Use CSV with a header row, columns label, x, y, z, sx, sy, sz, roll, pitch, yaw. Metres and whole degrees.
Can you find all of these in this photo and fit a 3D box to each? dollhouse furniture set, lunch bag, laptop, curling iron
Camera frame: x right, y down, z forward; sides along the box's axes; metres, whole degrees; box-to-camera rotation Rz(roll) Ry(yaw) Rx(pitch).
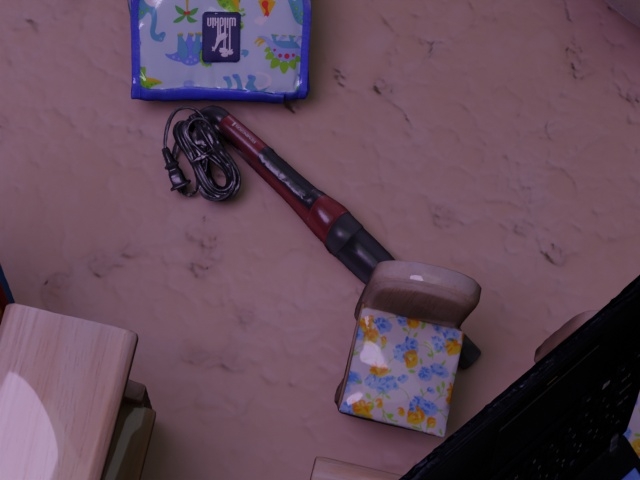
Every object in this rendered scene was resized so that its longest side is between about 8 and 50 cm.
label,x,y,z,sx,sy,sz,roll,pitch,yaw
dollhouse furniture set,0.008,0.183,0.797,0.394,0.256,0.362,13,75,-1
lunch bag,-0.074,-0.172,1.007,0.129,0.096,0.151,-1,78,-7
laptop,0.128,0.180,0.696,0.234,0.264,0.136,-36,60,-26
curling iron,0.000,0.000,0.989,0.274,0.035,0.068,37,93,2

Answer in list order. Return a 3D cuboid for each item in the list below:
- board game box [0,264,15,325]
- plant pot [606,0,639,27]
label,x,y,z,sx,sy,sz,roll,pitch,yaw
board game box,-0.276,0.128,0.773,0.086,0.308,0.301,20,72,0
plant pot,0.330,-0.285,0.994,0.284,0.191,0.284,5,56,-8
